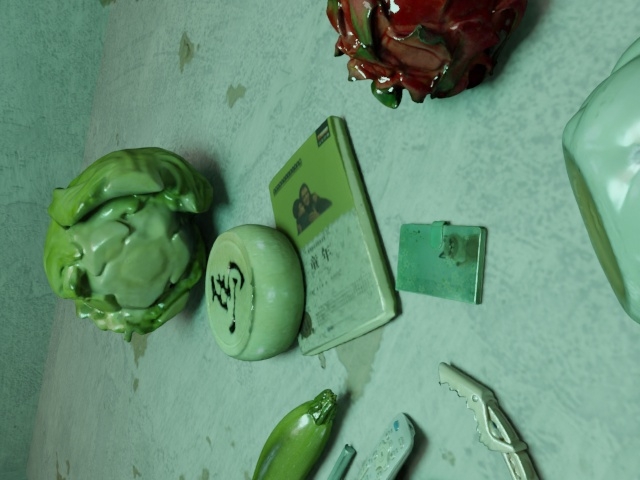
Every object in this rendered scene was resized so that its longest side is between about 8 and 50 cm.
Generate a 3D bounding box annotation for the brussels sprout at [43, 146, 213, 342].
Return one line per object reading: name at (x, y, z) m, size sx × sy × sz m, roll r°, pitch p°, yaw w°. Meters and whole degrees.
brussels sprout at (-0.444, -0.022, 1.192) m, size 0.361 × 0.342 × 0.425 m, roll 41°, pitch 118°, yaw 44°

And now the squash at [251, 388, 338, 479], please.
squash at (-0.052, 0.359, 0.875) m, size 0.094 × 0.094 × 0.341 m, roll 48°, pitch 125°, yaw 42°

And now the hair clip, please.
hair clip at (0.211, 0.225, 0.600) m, size 0.072 × 0.034 × 0.226 m, roll -51°, pitch 48°, yaw 31°

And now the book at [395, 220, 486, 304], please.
book at (0.157, 0.025, 0.698) m, size 0.135 × 0.017 × 0.103 m, roll 6°, pitch 92°, yaw 51°

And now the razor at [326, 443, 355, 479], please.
razor at (0.006, 0.414, 0.837) m, size 0.084 × 0.036 × 0.211 m, roll 39°, pitch 117°, yaw 44°

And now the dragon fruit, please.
dragon fruit at (0.133, -0.297, 0.601) m, size 0.293 × 0.234 × 0.233 m, roll -53°, pitch 49°, yaw 40°

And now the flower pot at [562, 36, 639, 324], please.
flower pot at (0.291, -0.041, 0.360) m, size 0.195 × 0.246 × 0.246 m, roll -22°, pitch 68°, yaw 22°

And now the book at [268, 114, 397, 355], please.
book at (0.000, 0.000, 0.883) m, size 0.239 × 0.035 × 0.352 m, roll -39°, pitch 58°, yaw 46°

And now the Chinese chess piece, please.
Chinese chess piece at (-0.127, 0.094, 0.957) m, size 0.250 × 0.101 × 0.250 m, roll 0°, pitch 90°, yaw 58°

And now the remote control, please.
remote control at (0.081, 0.352, 0.741) m, size 0.073 × 0.044 × 0.229 m, roll -94°, pitch 28°, yaw -71°
